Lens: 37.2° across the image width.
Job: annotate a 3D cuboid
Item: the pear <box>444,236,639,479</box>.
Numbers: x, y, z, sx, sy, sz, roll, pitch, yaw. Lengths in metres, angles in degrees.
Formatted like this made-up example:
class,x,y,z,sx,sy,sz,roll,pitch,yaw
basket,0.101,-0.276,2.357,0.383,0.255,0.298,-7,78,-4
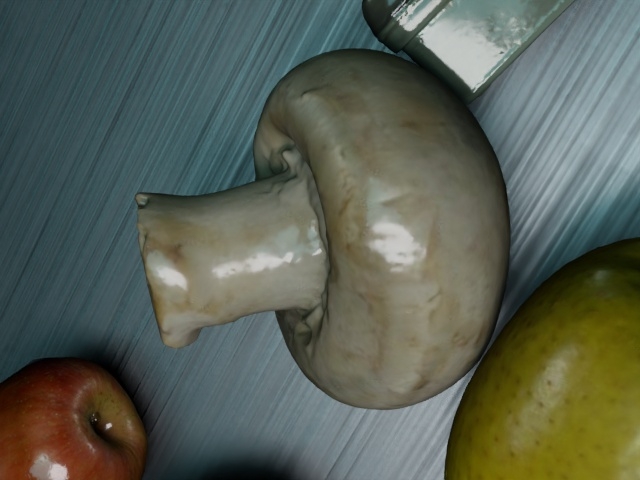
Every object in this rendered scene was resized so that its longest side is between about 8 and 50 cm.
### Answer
class,x,y,z,sx,sy,sz,roll,pitch,yaw
pear,0.216,0.167,0.752,0.191,0.340,0.387,17,128,34

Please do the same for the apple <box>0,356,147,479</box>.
class,x,y,z,sx,sy,sz,roll,pitch,yaw
apple,-0.269,0.217,0.949,0.199,0.199,0.199,2,96,15

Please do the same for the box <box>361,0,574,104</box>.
class,x,y,z,sx,sy,sz,roll,pitch,yaw
box,0.144,-0.224,0.802,0.129,0.148,0.210,44,105,-5

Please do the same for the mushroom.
class,x,y,z,sx,sy,sz,roll,pitch,yaw
mushroom,0.000,0.000,0.768,0.290,0.297,0.298,-12,93,-18
